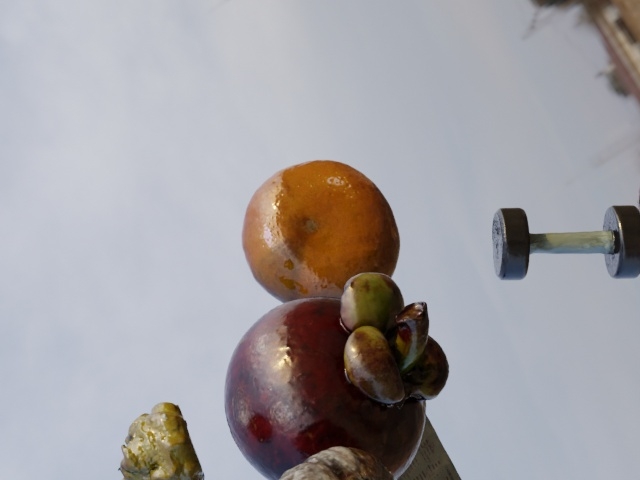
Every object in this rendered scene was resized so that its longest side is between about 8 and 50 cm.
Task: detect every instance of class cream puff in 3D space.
[{"bbox_3d":[-0.226,0.300,1.960,0.146,0.116,0.146,159,90,-84],"label":"cream puff"}]

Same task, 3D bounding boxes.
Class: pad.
[{"bbox_3d":[0.165,0.405,2.103,0.159,0.009,0.265,-37,-76,-32],"label":"pad"}]

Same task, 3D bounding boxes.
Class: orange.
[{"bbox_3d":[0.000,0.000,2.118,0.240,0.240,0.171,61,170,11],"label":"orange"}]

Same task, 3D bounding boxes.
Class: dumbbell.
[{"bbox_3d":[0.328,0.003,1.901,0.100,0.191,0.100,180,90,-88],"label":"dumbbell"}]

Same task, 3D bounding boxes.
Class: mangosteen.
[{"bbox_3d":[0.025,0.139,1.439,0.215,0.257,0.215,28,-149,-19],"label":"mangosteen"}]

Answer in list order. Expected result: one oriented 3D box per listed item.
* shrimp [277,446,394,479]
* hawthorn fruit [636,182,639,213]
[{"bbox_3d":[-0.052,0.306,1.241,0.116,0.343,0.145,19,131,42],"label":"shrimp"},{"bbox_3d":[0.412,-0.038,1.261,0.248,0.208,0.208,-18,-109,-29],"label":"hawthorn fruit"}]
